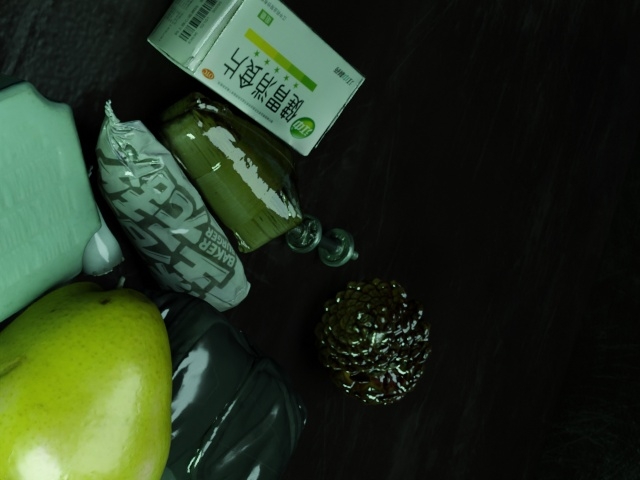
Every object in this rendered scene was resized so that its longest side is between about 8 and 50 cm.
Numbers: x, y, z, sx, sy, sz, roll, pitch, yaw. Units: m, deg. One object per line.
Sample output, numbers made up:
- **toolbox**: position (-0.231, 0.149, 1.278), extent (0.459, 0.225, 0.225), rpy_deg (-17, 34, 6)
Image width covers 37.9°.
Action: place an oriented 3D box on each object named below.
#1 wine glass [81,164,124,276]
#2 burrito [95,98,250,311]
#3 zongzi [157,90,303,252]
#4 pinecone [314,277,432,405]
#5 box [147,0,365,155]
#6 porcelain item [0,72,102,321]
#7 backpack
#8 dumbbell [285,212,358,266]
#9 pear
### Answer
- **wine glass**: position (-0.341, -0.030, 1.361), extent (0.072, 0.072, 0.155), rpy_deg (-40, 130, -38)
- **burrito**: position (-0.244, -0.038, 1.436), extent (0.101, 0.138, 0.446), rpy_deg (-105, 171, -47)
- **zongzi**: position (-0.141, -0.166, 1.557), extent (0.274, 0.145, 0.300), rpy_deg (52, 24, -28)
- **pinecone**: position (0.109, 0.221, 1.913), extent (0.246, 0.246, 0.292), rpy_deg (-54, 157, -27)
- **box**: position (-0.098, -0.292, 1.494), extent (0.173, 0.145, 0.333), rpy_deg (-55, 142, 3)
- **porcelain item**: position (-0.437, -0.049, 1.160), extent (0.286, 0.157, 0.282), rpy_deg (-39, 132, -41)
- **backpack**: position (-0.216, 0.267, 1.476), extent (0.363, 0.254, 0.446), rpy_deg (-58, 147, -28)
- **dumbbell**: position (0.000, 0.000, 1.801), extent (0.254, 0.081, 0.082), rpy_deg (24, 82, -53)
- **pear**: position (-0.310, 0.220, 1.164), extent (0.336, 0.285, 0.285), rpy_deg (-40, 134, -9)
